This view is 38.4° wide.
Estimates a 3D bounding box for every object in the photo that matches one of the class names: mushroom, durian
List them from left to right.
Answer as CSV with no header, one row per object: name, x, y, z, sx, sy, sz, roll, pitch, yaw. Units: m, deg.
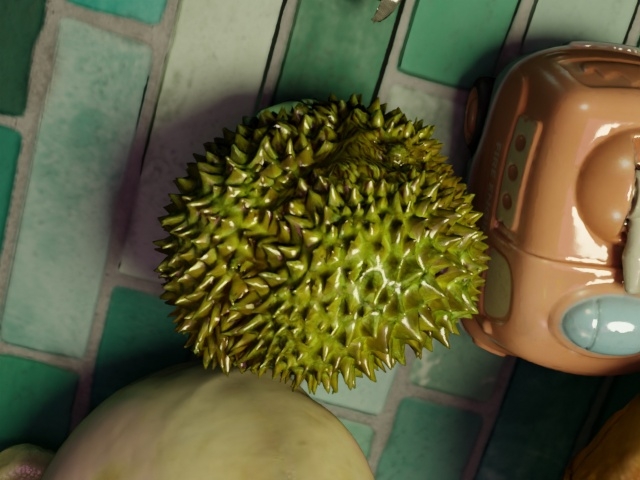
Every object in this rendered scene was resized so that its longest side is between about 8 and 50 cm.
mushroom,-0.089,0.294,0.790,0.353,0.325,0.353,0,92,-14
durian,0.000,-0.004,0.745,0.291,0.291,0.224,-12,95,3

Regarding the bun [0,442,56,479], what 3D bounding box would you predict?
bun,-0.287,0.234,0.911,0.086,0.055,0.086,-2,121,-3

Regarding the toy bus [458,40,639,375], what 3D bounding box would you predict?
toy bus,0.223,-0.014,0.754,0.194,0.232,0.287,5,105,-5

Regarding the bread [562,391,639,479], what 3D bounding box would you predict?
bread,0.353,0.213,0.756,0.398,0.215,0.398,-27,143,-22

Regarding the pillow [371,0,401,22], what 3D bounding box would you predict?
pillow,-0.027,-0.289,0.752,0.255,0.059,0.169,15,106,-4
